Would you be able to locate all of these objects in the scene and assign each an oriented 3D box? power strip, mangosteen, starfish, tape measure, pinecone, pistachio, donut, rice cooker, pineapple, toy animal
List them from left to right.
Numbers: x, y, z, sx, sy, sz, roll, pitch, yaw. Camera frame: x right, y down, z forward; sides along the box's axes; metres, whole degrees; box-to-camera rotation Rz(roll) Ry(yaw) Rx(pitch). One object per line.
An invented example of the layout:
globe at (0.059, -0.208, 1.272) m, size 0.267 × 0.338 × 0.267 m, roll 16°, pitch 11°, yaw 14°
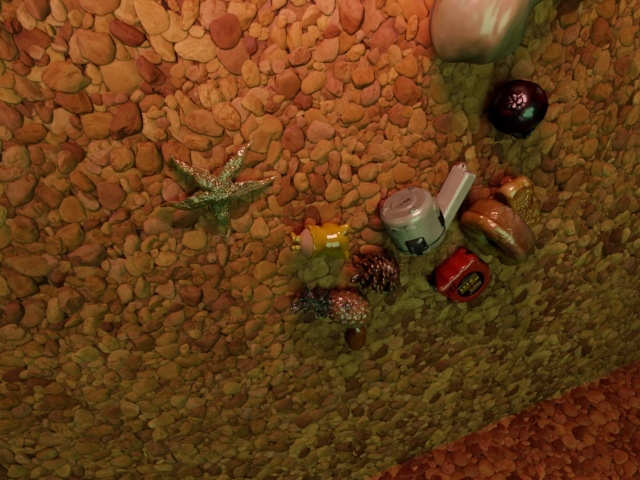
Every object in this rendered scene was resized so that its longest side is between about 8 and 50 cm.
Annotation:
starfish at (-0.340, -0.188, 1.432) m, size 0.347 × 0.078 × 0.357 m, roll 22°, pitch 110°, yaw -26°
toy animal at (0.000, 0.004, 1.625) m, size 0.230 × 0.156 × 0.155 m, roll -5°, pitch 121°, yaw -13°
pineapple at (0.033, 0.275, 1.800) m, size 0.341 × 0.169 × 0.169 m, roll 8°, pitch 116°, yaw -15°
pinecone at (0.229, 0.134, 1.762) m, size 0.213 × 0.185 × 0.168 m, roll -1°, pitch 135°, yaw -1°
rice cooker at (0.362, -0.066, 1.658) m, size 0.226 × 0.226 × 0.244 m, roll -31°, pitch 124°, yaw 0°
power strip at (0.512, -0.150, 1.738) m, size 0.058 × 0.098 × 0.338 m, roll 11°, pitch 115°, yaw -28°
tape measure at (0.644, 0.172, 1.970) m, size 0.253 × 0.114 × 0.260 m, roll -46°, pitch 127°, yaw 10°
pistachio at (0.516, -0.721, 1.290) m, size 0.445 × 0.281 × 0.365 m, roll -43°, pitch 139°, yaw 7°
donut at (0.730, -0.031, 1.780) m, size 0.150 × 0.299 × 0.317 m, roll -48°, pitch 148°, yaw -4°
mangosteen at (0.721, -0.480, 1.568) m, size 0.210 × 0.210 × 0.209 m, roll -9°, pitch 122°, yaw -15°

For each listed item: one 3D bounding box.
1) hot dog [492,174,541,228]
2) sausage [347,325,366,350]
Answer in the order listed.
hot dog at (0.818, -0.165, 1.806) m, size 0.150 × 0.153 × 0.256 m, roll -31°, pitch 123°, yaw 5°
sausage at (0.166, 0.430, 1.968) m, size 0.089 × 0.089 × 0.179 m, roll -9°, pitch 127°, yaw -15°
